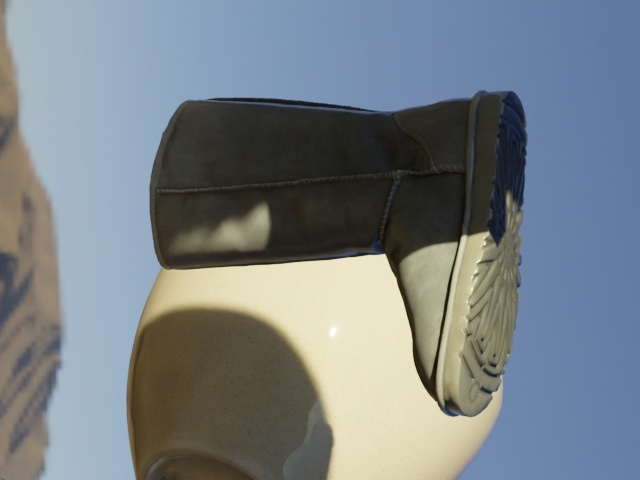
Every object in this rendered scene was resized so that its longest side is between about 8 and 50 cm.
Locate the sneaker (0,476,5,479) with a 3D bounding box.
[{"bbox_3d":[-0.198,0.137,0.771,0.276,0.135,0.097,127,-35,-55],"label":"sneaker"}]

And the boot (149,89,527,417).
[{"bbox_3d":[0.001,0.002,0.856,0.076,0.209,0.189,52,43,-56],"label":"boot"}]

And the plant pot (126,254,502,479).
[{"bbox_3d":[-0.032,0.136,1.182,0.191,0.284,0.284,-55,165,-43],"label":"plant pot"}]
